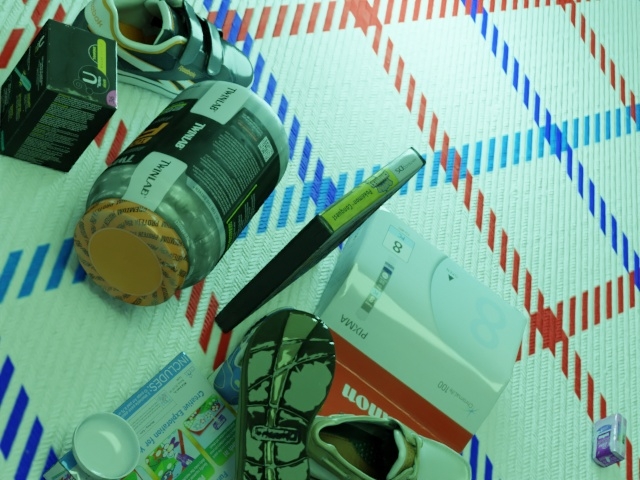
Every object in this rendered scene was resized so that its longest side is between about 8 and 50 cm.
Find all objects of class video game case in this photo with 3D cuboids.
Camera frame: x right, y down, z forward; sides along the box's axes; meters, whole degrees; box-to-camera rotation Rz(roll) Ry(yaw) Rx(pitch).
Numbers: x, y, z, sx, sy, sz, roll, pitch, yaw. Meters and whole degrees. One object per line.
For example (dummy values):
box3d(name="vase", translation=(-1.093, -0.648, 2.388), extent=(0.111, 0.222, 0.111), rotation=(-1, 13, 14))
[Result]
box3d(name="video game case", translation=(0.000, 0.000, 1.705), extent=(0.035, 0.275, 0.248), rotation=(49, 42, 4))

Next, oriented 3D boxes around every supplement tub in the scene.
box3d(name="supplement tub", translation=(-0.185, -0.065, 1.661), extent=(0.193, 0.193, 0.316), rotation=(42, 42, -8))

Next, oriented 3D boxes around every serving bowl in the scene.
box3d(name="serving bowl", translation=(-0.253, 0.242, 1.430), extent=(0.083, 0.027, 0.083), rotation=(22, 49, -27))

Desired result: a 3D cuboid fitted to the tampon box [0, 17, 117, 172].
box3d(name="tampon box", translation=(-0.348, -0.190, 1.639), extent=(0.101, 0.161, 0.120), rotation=(15, 53, -31))

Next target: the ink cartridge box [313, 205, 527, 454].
box3d(name="ink cartridge box", translation=(0.134, 0.171, 1.832), extent=(0.308, 0.091, 0.385), rotation=(38, 43, -12))

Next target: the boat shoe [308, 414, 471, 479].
box3d(name="boat shoe", translation=(0.090, 0.302, 1.672), extent=(0.302, 0.103, 0.113), rotation=(13, 65, -27))

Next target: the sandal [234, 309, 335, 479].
box3d(name="sandal", translation=(-0.062, 0.230, 1.558), extent=(0.120, 0.086, 0.302), rotation=(17, 69, -16))

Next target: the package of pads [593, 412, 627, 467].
box3d(name="package of pads", translation=(0.475, 0.328, 2.029), extent=(0.032, 0.050, 0.083), rotation=(37, 43, -21))

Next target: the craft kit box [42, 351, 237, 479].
box3d(name="craft kit box", translation=(-0.171, 0.299, 1.516), extent=(0.246, 0.061, 0.250), rotation=(47, 43, 2))

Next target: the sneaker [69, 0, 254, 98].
box3d(name="sneaker", translation=(-0.215, -0.290, 1.850), extent=(0.321, 0.127, 0.126), rotation=(5, 56, -39))

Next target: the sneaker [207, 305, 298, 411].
box3d(name="sneaker", translation=(-0.074, 0.156, 1.676), extent=(0.080, 0.081, 0.211), rotation=(44, 43, -5))
